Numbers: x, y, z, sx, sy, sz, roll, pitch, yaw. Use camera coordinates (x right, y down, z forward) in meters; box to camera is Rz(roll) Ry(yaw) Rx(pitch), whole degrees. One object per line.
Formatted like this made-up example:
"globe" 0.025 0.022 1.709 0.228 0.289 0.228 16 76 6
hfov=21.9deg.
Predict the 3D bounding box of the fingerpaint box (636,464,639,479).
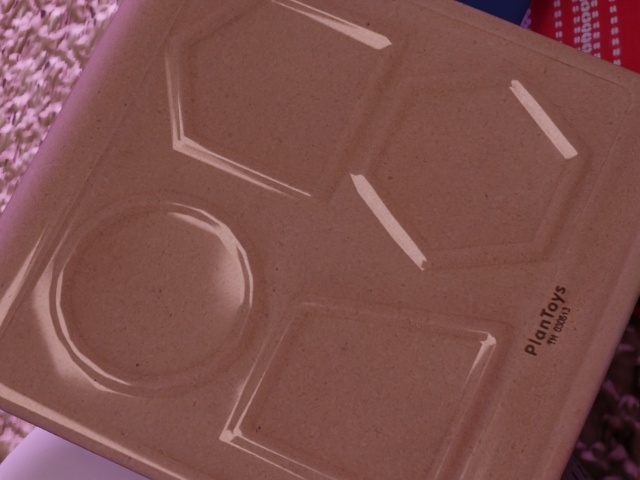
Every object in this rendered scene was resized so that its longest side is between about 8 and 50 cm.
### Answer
"fingerpaint box" 0.156 0.040 0.331 0.163 0.445 0.371 13 74 10

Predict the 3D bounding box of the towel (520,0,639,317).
"towel" 0.052 -0.050 0.727 0.275 0.031 0.198 -10 62 32

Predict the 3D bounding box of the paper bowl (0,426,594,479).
"paper bowl" -0.033 0.158 0.613 0.284 0.148 0.284 -15 60 28

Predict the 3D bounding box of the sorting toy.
"sorting toy" 0.000 0.000 0.550 0.208 0.038 0.193 22 72 14

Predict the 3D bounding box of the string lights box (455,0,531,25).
"string lights box" 0.034 -0.144 0.681 0.077 0.133 0.259 16 76 43
